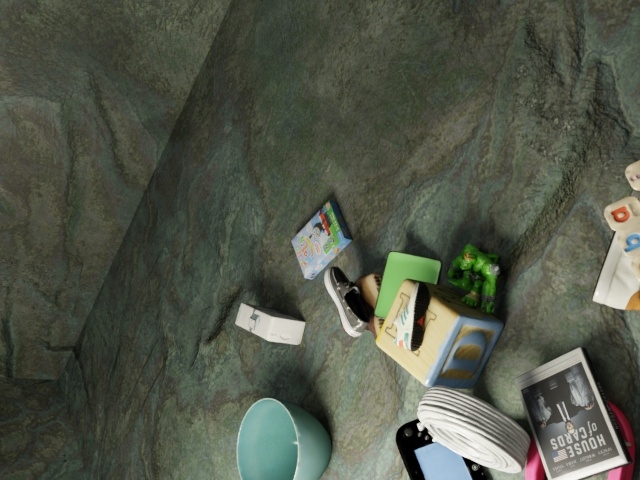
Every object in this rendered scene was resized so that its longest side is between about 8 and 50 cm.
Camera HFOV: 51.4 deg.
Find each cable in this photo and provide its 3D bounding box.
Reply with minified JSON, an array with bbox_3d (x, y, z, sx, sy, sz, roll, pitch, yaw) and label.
[{"bbox_3d":[0.337,0.418,1.470,0.257,0.257,0.089,25,68,22],"label":"cable"}]

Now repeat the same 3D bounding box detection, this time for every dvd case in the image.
[{"bbox_3d":[0.511,0.364,1.367,0.179,0.030,0.238,-40,48,38],"label":"dvd case"}]

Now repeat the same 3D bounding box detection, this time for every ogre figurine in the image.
[{"bbox_3d":[0.379,0.082,1.630,0.197,0.097,0.118,-87,12,-69],"label":"ogre figurine"}]

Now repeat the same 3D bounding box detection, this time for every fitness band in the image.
[{"bbox_3d":[0.530,0.460,1.375,0.209,0.054,0.290,11,87,51],"label":"fitness band"}]

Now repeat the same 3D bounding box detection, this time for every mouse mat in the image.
[{"bbox_3d":[0.234,0.129,1.783,0.153,0.007,0.189,12,82,20],"label":"mouse mat"}]

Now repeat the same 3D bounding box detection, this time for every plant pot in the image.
[{"bbox_3d":[-0.082,0.609,1.940,0.290,0.196,0.289,-16,68,47],"label":"plant pot"}]

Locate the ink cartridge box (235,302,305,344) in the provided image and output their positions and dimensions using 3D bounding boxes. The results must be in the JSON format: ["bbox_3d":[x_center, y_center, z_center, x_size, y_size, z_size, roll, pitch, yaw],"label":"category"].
[{"bbox_3d":[-0.165,0.272,2.175,0.191,0.140,0.082,13,88,50],"label":"ink cartridge box"}]

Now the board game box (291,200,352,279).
[{"bbox_3d":[0.000,0.000,2.136,0.211,0.039,0.160,-47,49,32],"label":"board game box"}]

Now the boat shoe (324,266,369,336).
[{"bbox_3d":[0.079,0.155,1.851,0.076,0.080,0.228,-48,44,35],"label":"boat shoe"}]

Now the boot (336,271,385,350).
[{"bbox_3d":[0.135,0.231,1.902,0.207,0.090,0.248,-45,49,48],"label":"boot"}]

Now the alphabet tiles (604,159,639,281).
[{"bbox_3d":[0.705,-0.044,1.254,0.278,0.021,0.284,-27,74,21],"label":"alphabet tiles"}]

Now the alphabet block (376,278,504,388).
[{"bbox_3d":[0.288,0.228,1.619,0.197,0.193,0.193,36,105,47],"label":"alphabet block"}]

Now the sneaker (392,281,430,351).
[{"bbox_3d":[0.202,0.172,1.542,0.075,0.057,0.161,6,88,44],"label":"sneaker"}]

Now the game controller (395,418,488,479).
[{"bbox_3d":[0.299,0.559,1.557,0.167,0.067,0.319,-25,53,3],"label":"game controller"}]

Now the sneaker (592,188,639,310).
[{"bbox_3d":[0.654,0.004,1.344,0.123,0.106,0.289,18,90,22],"label":"sneaker"}]
